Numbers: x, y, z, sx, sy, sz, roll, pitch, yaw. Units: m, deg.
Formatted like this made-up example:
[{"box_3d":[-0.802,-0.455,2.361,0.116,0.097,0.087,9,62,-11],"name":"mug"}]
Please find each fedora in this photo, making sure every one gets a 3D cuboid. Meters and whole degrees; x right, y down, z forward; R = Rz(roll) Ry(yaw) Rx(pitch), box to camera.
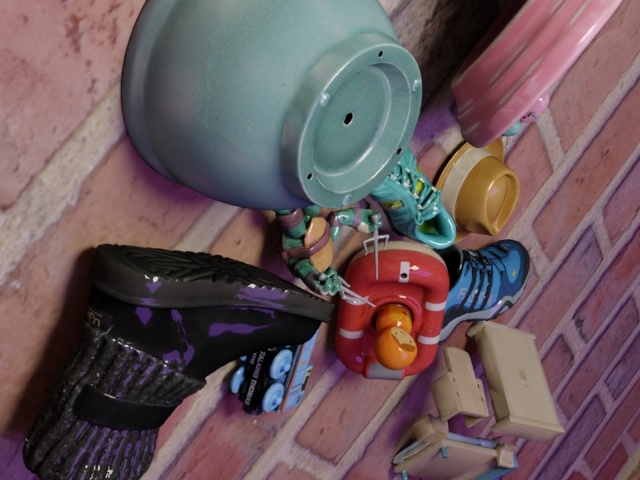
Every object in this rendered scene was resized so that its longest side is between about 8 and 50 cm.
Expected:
[{"box_3d":[0.244,-0.067,1.543,0.194,0.079,0.194,-32,139,-32],"name":"fedora"}]

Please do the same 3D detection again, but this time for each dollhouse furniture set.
[{"box_3d":[0.226,0.303,1.837,0.286,0.198,0.303,18,136,-34],"name":"dollhouse furniture set"}]

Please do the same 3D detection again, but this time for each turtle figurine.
[{"box_3d":[0.000,0.000,1.253,0.175,0.118,0.234,-71,148,-46],"name":"turtle figurine"}]

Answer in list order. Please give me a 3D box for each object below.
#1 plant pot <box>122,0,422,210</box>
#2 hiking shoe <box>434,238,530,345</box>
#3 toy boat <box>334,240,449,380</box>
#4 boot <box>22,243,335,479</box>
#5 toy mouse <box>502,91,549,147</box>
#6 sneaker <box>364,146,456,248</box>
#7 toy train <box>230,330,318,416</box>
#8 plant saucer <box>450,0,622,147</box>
[{"box_3d":[-0.024,-0.149,1.036,0.293,0.196,0.293,-31,138,-33],"name":"plant pot"},{"box_3d":[0.230,0.060,1.598,0.304,0.113,0.132,-29,138,-35],"name":"hiking shoe"},{"box_3d":[0.101,0.118,1.419,0.150,0.151,0.231,3,123,-4],"name":"toy boat"},{"box_3d":[-0.155,0.149,1.165,0.348,0.131,0.260,10,102,-43],"name":"boot"},{"box_3d":[0.310,-0.199,1.561,0.161,0.031,0.143,-21,132,-42],"name":"toy mouse"},{"box_3d":[0.111,-0.075,1.343,0.107,0.110,0.275,-53,145,-6],"name":"sneaker"},{"box_3d":[-0.054,0.144,1.348,0.105,0.080,0.184,-14,126,-57],"name":"toy train"},{"box_3d":[0.274,-0.269,1.296,0.332,0.084,0.332,-51,-175,6],"name":"plant saucer"}]
